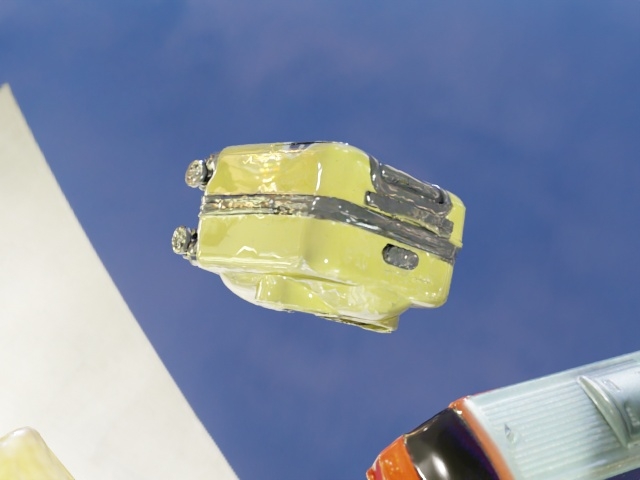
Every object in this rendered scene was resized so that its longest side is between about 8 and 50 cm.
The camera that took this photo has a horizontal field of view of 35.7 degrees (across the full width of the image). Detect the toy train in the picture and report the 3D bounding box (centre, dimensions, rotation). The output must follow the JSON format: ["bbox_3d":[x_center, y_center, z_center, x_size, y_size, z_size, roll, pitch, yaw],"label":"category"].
[{"bbox_3d":[0.229,0.128,0.712,0.409,0.089,0.086,-8,-131,-29],"label":"toy train"}]

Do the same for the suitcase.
[{"bbox_3d":[0.000,0.000,0.922,0.193,0.234,0.143,19,-101,-41],"label":"suitcase"}]

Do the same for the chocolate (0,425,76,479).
[{"bbox_3d":[-0.112,0.328,0.641,0.162,0.162,0.445,-34,-95,-20],"label":"chocolate"}]
